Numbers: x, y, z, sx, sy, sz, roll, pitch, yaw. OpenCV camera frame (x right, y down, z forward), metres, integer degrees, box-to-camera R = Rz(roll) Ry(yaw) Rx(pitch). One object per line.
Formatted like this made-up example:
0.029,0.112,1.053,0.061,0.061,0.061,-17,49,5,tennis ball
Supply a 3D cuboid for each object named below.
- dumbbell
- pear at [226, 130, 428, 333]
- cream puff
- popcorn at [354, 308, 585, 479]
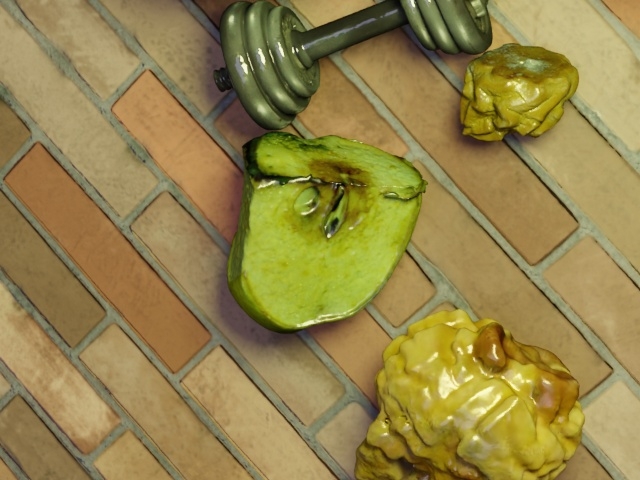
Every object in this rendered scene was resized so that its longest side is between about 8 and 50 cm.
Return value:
0.045,-0.272,1.775,0.406,0.179,0.179,-19,93,19,dumbbell
0.000,0.000,1.845,0.238,0.164,0.255,2,115,-14,pear
0.249,-0.178,1.761,0.146,0.146,0.116,15,123,14,cream puff
0.176,0.230,1.801,0.332,0.225,0.265,-31,94,30,popcorn
